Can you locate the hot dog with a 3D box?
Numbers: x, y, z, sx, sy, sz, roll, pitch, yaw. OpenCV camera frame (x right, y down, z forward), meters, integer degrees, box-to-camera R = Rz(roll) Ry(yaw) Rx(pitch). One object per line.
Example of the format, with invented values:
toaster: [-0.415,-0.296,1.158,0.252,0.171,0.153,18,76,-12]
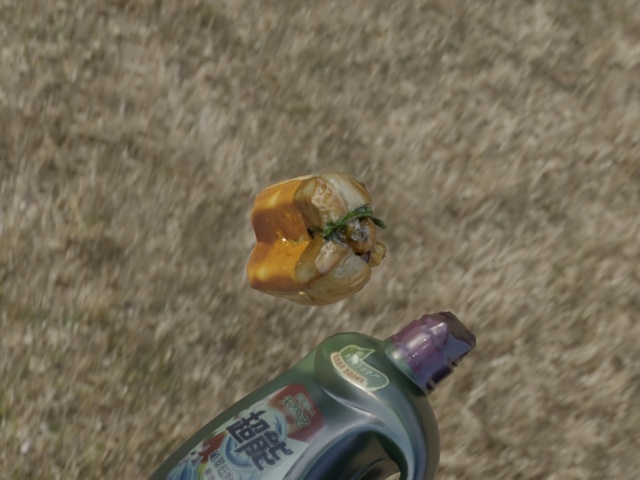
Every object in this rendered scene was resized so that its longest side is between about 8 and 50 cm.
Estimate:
hot dog: [0.000,0.000,1.545,0.076,0.250,0.104,3,85,-17]

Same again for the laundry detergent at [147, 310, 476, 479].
laundry detergent: [0.008,0.129,1.175,0.221,0.078,0.144,-38,47,0]
